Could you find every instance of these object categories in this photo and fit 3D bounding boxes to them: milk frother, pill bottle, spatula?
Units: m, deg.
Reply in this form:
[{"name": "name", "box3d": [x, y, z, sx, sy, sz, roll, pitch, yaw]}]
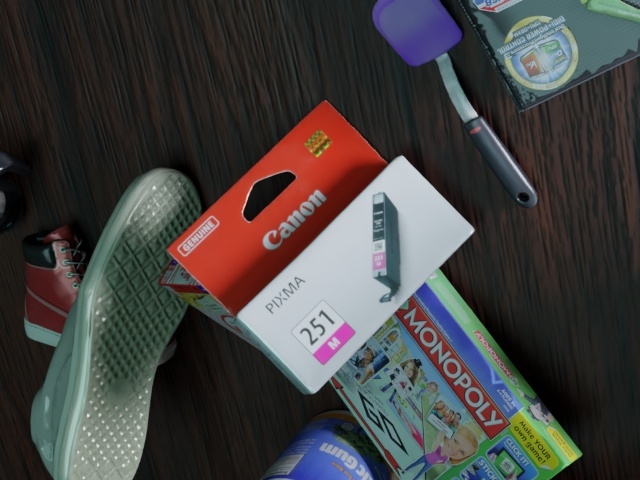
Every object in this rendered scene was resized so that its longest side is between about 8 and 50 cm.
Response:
[{"name": "milk frother", "box3d": [-0.484, -0.084, 1.756, 0.143, 0.135, 0.129, 27, 92, 9]}, {"name": "pill bottle", "box3d": [-0.012, 0.344, 1.644, 0.152, 0.272, 0.152, 11, 118, 21]}, {"name": "spatula", "box3d": [0.161, -0.159, 1.466, 0.084, 0.030, 0.296, -27, 100, 34]}]

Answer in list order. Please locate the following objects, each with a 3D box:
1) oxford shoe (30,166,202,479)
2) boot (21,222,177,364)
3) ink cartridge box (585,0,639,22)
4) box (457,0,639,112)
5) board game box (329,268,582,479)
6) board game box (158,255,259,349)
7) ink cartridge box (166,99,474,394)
[{"name": "oxford shoe", "box3d": [-0.273, 0.117, 1.674, 0.130, 0.169, 0.449, 21, 97, 47]}, {"name": "boot", "box3d": [-0.309, 0.072, 1.778, 0.244, 0.088, 0.176, 14, 116, 23]}, {"name": "ink cartridge box", "box3d": [0.317, -0.300, 1.230, 0.109, 0.062, 0.209, 17, 120, 17]}, {"name": "box", "box3d": [0.274, -0.285, 1.331, 0.270, 0.060, 0.216, -24, 100, 33]}, {"name": "board game box", "box3d": [0.143, 0.193, 1.584, 0.317, 0.046, 0.213, 53, 126, 15]}, {"name": "board game box", "box3d": [-0.089, 0.086, 1.612, 0.193, 0.045, 0.147, 35, 163, -24]}, {"name": "ink cartridge box", "box3d": [0.000, 0.000, 1.500, 0.239, 0.275, 0.060, 45, 168, 0]}]
